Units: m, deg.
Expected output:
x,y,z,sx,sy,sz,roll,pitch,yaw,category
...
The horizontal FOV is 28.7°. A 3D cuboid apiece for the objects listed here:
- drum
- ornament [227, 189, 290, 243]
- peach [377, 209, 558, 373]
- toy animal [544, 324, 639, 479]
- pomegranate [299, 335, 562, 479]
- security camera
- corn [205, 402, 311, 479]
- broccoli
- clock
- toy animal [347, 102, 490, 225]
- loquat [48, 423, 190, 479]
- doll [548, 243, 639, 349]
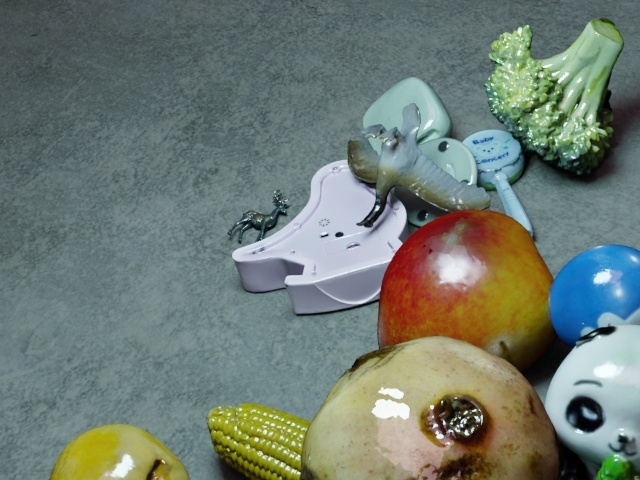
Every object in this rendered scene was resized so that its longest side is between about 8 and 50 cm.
x,y,z,sx,sy,sz,roll,pitch,yaw,category
0.283,-0.090,2.074,0.130,0.049,0.253,-5,43,11,drum
-0.100,-0.043,2.155,0.073,0.028,0.125,13,51,27,ornament
0.201,0.088,1.816,0.274,0.245,0.248,-30,16,-1,peach
0.383,0.238,1.542,0.212,0.267,0.213,-6,48,7,toy animal
0.129,0.269,1.485,0.322,0.322,0.322,-8,43,8,pomegranate
0.178,-0.144,2.132,0.157,0.080,0.302,-37,52,17,security camera
-0.023,0.305,1.700,0.321,0.119,0.119,17,51,34,corn
0.407,-0.258,2.057,0.247,0.243,0.263,-5,49,-42,broccoli
0.000,0.000,2.042,0.290,0.080,0.275,-17,42,-4,clock
0.104,-0.114,1.981,0.272,0.160,0.197,22,47,37,toy animal
-0.272,0.349,1.664,0.208,0.208,0.208,-8,43,8,loquat
0.419,0.094,1.707,0.215,0.256,0.161,-28,68,41,doll
